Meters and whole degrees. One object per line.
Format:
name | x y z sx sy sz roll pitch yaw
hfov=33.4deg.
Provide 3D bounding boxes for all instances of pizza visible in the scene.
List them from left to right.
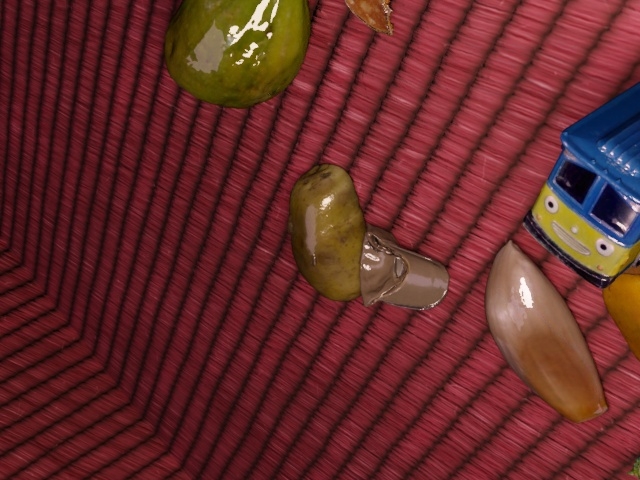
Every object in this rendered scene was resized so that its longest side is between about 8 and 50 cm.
pizza | 0.087 -0.362 1.661 0.099 0.029 0.100 57 149 -10

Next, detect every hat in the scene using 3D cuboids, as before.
hat | 0.145 0.052 1.866 0.175 0.085 0.147 16 118 17

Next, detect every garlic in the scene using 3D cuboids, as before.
garlic | 0.339 0.154 1.667 0.143 0.112 0.318 -20 110 53

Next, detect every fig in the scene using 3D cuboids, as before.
fig | -0.110 -0.341 1.754 0.314 0.233 0.233 -9 108 49

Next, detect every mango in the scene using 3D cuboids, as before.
mango | 0.466 0.115 1.477 0.178 0.090 0.115 59 154 15

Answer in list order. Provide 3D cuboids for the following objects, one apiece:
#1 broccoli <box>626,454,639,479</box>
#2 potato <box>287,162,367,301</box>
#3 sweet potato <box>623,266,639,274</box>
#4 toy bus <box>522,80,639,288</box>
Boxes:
broccoli | 0.544 0.363 1.435 0.265 0.245 0.294 -4 137 33
potato | 0.000 0.000 1.964 0.160 0.111 0.272 13 125 45
sweet potato | 0.424 0.019 1.475 0.249 0.069 0.059 23 167 41
toy bus | 0.387 -0.086 1.248 0.138 0.287 0.175 43 144 23
